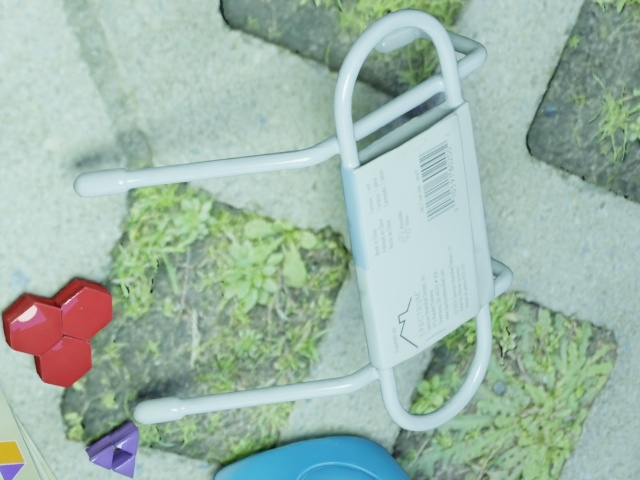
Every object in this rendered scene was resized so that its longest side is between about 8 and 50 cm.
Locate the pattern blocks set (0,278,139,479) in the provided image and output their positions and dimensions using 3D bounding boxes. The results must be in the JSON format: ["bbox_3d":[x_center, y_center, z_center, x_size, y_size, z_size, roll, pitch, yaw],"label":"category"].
[{"bbox_3d":[-0.281,0.184,1.228,0.325,0.026,0.285,-21,124,-23],"label":"pattern blocks set"}]

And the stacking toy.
[{"bbox_3d":[-0.019,0.323,1.415,0.175,0.165,0.301,-7,132,-35],"label":"stacking toy"}]

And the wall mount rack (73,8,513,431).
[{"bbox_3d":[0.000,0.000,1.244,0.304,0.130,0.350,-30,128,-28],"label":"wall mount rack"}]
